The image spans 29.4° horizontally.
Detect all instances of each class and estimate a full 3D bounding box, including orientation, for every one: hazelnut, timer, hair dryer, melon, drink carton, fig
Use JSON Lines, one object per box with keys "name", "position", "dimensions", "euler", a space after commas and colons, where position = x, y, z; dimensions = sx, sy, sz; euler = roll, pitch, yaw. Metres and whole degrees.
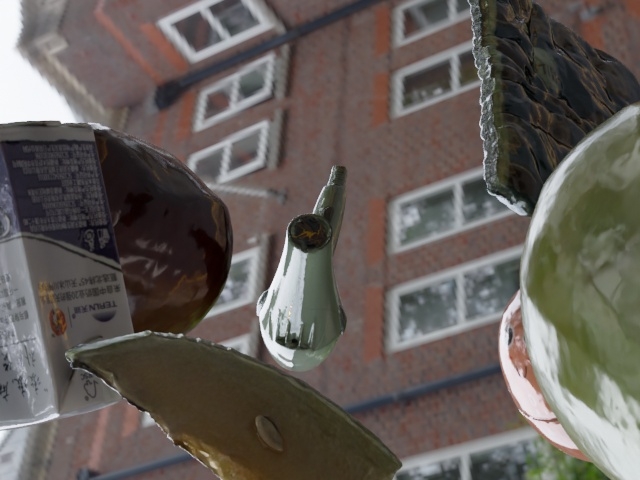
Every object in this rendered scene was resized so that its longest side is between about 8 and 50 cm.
{"name": "hazelnut", "position": [-0.196, 0.008, 1.130], "dimensions": [0.229, 0.229, 0.229], "euler": [44, -144, -44]}
{"name": "timer", "position": [0.309, 0.119, 1.327], "dimensions": [0.215, 0.229, 0.229], "euler": [62, -154, -5]}
{"name": "hair dryer", "position": [-0.003, 0.005, 1.169], "dimensions": [0.219, 0.088, 0.225], "euler": [93, -169, -76]}
{"name": "melon", "position": [-0.046, 0.098, 0.655], "dimensions": [0.182, 0.054, 0.098], "euler": [41, -145, -1]}
{"name": "drink carton", "position": [-0.233, 0.031, 0.946], "dimensions": [0.102, 0.134, 0.222], "euler": [-7, -96, -56]}
{"name": "fig", "position": [0.204, 0.036, 0.555], "dimensions": [0.207, 0.207, 0.230], "euler": [56, 172, -28]}

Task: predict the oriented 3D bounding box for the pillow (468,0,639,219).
{"name": "pillow", "position": [0.170, -0.070, 0.790], "dimensions": [0.189, 0.034, 0.256], "euler": [32, -145, -26]}
